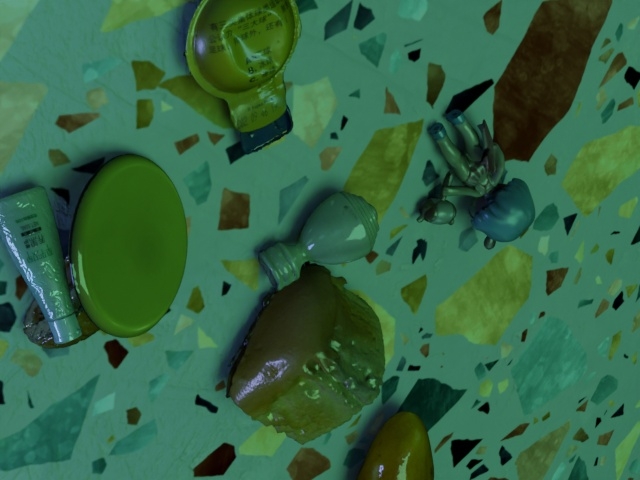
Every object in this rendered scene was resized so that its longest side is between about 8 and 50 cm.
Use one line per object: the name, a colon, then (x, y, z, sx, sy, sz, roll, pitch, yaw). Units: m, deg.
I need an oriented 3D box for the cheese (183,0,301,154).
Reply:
cheese: (-0.093, -0.235, 1.416, 0.177, 0.069, 0.270, -31, 132, -22)

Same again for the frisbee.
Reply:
frisbee: (-0.239, 0.008, 1.383, 0.236, 0.017, 0.236, -5, 96, -62)

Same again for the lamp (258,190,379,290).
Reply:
lamp: (0.000, 0.000, 1.602, 0.193, 0.106, 0.106, -29, 128, -13)

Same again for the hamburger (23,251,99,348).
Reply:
hamburger: (-0.293, 0.075, 1.403, 0.102, 0.087, 0.176, 36, 85, -42)

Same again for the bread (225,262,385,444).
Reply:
bread: (-0.011, 0.171, 1.640, 0.204, 0.162, 0.262, 36, 74, -33)

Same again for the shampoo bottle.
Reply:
shampoo bottle: (-0.340, 0.033, 1.320, 0.069, 0.041, 0.191, -21, 98, -24)

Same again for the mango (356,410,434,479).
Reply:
mango: (0.133, 0.415, 1.907, 0.154, 0.126, 0.252, -10, 118, -48)

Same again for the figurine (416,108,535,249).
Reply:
figurine: (0.250, -0.085, 1.754, 0.205, 0.103, 0.260, -45, 123, -14)
